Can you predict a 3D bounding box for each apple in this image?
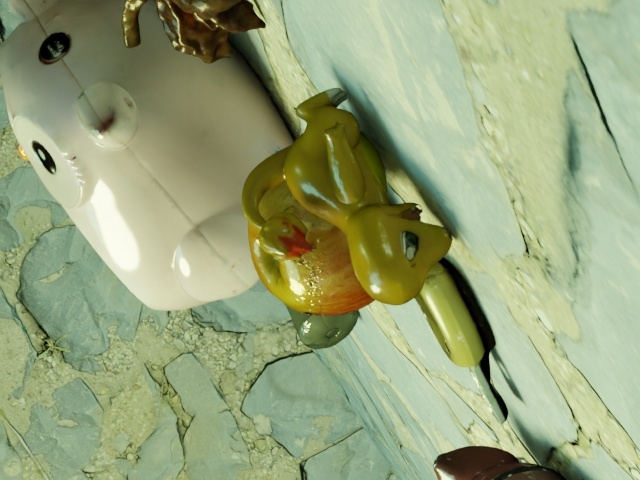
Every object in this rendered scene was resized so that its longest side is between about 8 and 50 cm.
[{"bbox_3d":[0.000,0.000,0.958,0.146,0.146,0.146,56,173,10],"label":"apple"}]

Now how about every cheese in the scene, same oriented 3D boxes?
[{"bbox_3d":[0.119,0.085,0.895,0.162,0.036,0.086,60,174,-21],"label":"cheese"}]

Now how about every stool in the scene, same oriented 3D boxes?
[{"bbox_3d":[-0.004,0.100,1.603,0.110,0.096,0.096,58,176,38],"label":"stool"}]

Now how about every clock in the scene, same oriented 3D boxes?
[{"bbox_3d":[-0.179,-0.117,1.194,0.368,0.250,0.377,54,179,34],"label":"clock"}]

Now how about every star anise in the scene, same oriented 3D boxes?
[{"bbox_3d":[-0.129,-0.240,0.919,0.196,0.111,0.212,24,140,65],"label":"star anise"}]

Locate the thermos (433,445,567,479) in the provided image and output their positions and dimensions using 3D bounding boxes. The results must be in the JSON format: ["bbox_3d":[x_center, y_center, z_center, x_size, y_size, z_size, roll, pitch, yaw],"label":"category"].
[{"bbox_3d":[0.207,0.262,0.872,0.330,0.136,0.110,-138,44,-65],"label":"thermos"}]

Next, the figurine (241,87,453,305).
[{"bbox_3d":[0.012,-0.018,0.813,0.176,0.122,0.121,54,170,30],"label":"figurine"}]
